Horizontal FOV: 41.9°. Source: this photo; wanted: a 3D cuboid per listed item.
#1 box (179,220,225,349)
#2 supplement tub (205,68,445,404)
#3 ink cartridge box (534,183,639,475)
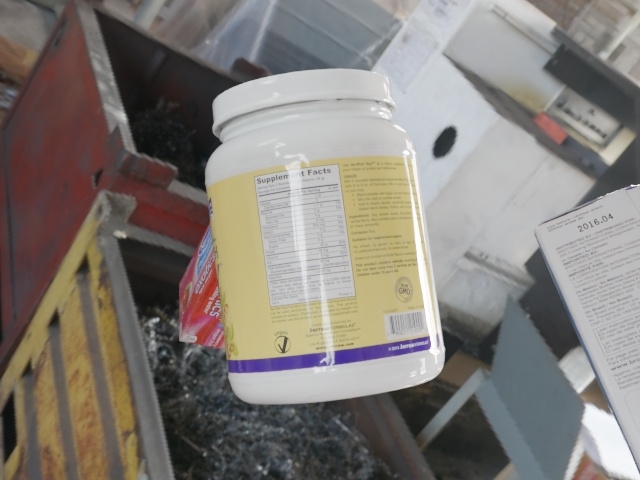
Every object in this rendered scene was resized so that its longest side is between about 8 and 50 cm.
[{"bbox_3d":[-0.109,0.038,1.225,0.128,0.257,0.122,15,39,-21],"label":"box"},{"bbox_3d":[0.000,0.000,0.927,0.241,0.241,0.331,0,81,-57],"label":"supplement tub"},{"bbox_3d":[0.372,0.061,0.755,0.151,0.270,0.395,56,17,-37],"label":"ink cartridge box"}]
